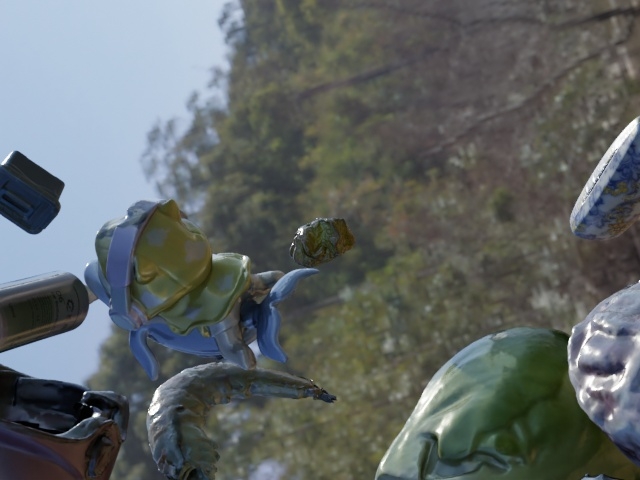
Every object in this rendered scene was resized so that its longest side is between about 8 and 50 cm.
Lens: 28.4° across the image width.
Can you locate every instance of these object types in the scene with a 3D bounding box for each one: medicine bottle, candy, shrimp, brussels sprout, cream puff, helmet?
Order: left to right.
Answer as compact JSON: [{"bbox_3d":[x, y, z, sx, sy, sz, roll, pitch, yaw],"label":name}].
[{"bbox_3d":[-0.375,0.255,1.468,0.338,0.271,0.197,-28,-46,-84],"label":"helmet"},{"bbox_3d":[-0.243,0.058,1.103,0.199,0.058,0.057,-15,-94,-68],"label":"medicine bottle"},{"bbox_3d":[-0.141,0.243,1.797,0.185,0.287,0.068,37,132,33],"label":"shrimp"},{"bbox_3d":[0.000,0.000,1.657,0.083,0.083,0.058,-31,-78,-45],"label":"cream puff"},{"bbox_3d":[0.228,0.252,1.446,0.281,0.355,0.289,58,142,16],"label":"brussels sprout"},{"bbox_3d":[0.373,0.129,1.192,0.157,0.214,0.289,48,160,-28],"label":"candy"}]

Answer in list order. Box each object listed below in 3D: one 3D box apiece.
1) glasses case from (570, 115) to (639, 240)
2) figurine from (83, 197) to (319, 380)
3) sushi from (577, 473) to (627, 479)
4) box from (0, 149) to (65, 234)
[{"bbox_3d":[0.417,-0.082,1.714,0.248,0.087,0.065,109,159,-53],"label":"glasses case"},{"bbox_3d":[-0.112,0.043,1.107,0.183,0.209,0.128,70,-148,-52],"label":"figurine"},{"bbox_3d":[0.223,0.361,0.972,0.171,0.211,0.350,28,-111,-29],"label":"sushi"},{"bbox_3d":[-0.376,-0.064,1.605,0.099,0.074,0.054,36,-144,-17],"label":"box"}]
